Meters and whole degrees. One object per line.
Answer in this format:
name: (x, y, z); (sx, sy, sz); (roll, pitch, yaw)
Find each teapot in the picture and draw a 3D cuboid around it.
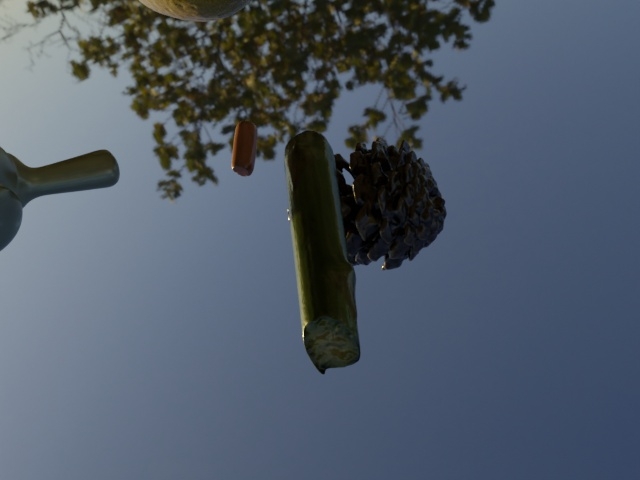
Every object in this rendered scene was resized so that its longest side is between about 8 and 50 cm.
teapot: (-0.471, -0.077, 1.112); (0.318, 0.220, 0.149); (-42, -112, -9)

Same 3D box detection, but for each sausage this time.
sausage: (-0.108, -0.132, 1.100); (0.034, 0.034, 0.083); (-8, -116, 26)

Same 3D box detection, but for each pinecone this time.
pinecone: (0.067, -0.043, 1.066); (0.204, 0.184, 0.179); (-17, -135, 33)

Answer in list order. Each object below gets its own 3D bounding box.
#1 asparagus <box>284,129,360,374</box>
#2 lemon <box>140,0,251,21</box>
asparagus: (-0.002, 0.000, 0.786); (0.067, 0.060, 0.277); (-51, -145, 39)
lemon: (-0.194, -0.442, 1.137); (0.263, 0.236, 0.236); (2, -143, 41)
